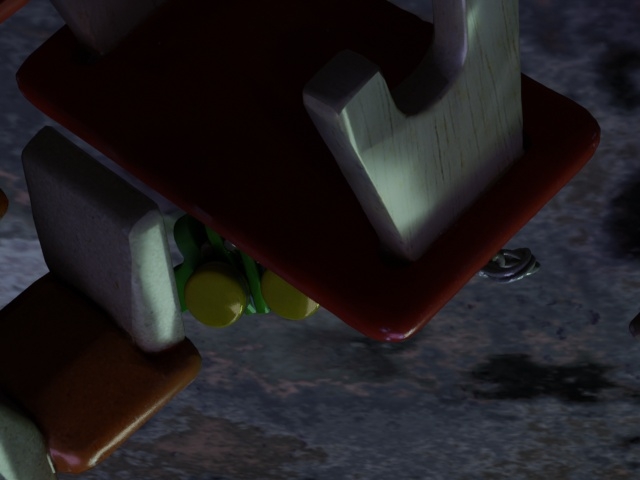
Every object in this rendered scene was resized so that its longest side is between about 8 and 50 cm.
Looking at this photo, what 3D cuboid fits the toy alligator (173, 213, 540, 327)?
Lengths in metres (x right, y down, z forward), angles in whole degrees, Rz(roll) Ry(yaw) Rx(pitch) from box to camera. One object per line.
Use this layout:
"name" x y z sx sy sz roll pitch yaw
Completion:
"toy alligator" 0.000 0.000 0.846 0.189 0.056 0.051 -7 110 23

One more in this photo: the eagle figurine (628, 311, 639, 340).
"eagle figurine" 0.218 0.037 0.740 0.225 0.226 0.298 -40 161 15

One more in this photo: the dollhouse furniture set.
"dollhouse furniture set" -0.045 -0.061 0.537 0.259 0.262 0.135 35 157 34
